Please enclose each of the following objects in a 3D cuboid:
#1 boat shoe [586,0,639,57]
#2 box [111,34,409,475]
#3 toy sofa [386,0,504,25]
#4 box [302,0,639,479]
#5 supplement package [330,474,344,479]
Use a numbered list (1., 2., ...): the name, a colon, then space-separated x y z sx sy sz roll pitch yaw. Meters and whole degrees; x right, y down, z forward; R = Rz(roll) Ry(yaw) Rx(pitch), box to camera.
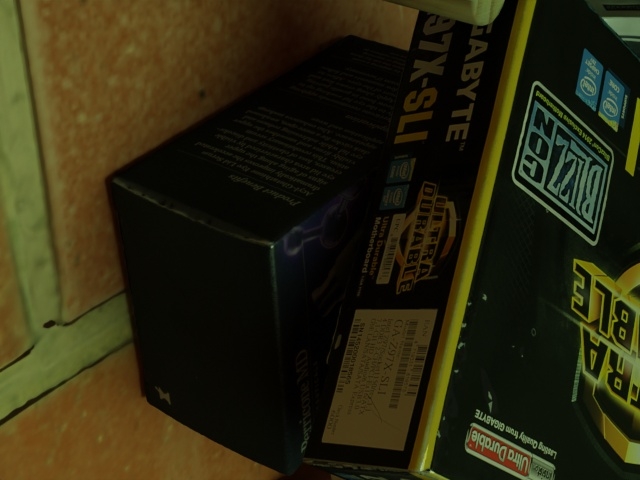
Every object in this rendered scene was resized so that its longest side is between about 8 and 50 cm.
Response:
1. boat shoe: 0.241 -0.139 0.922 0.065 0.183 0.083 -91 -176 -55
2. box: 0.000 0.000 0.678 0.207 0.108 0.153 -39 138 -39
3. toy sofa: 0.044 -0.289 0.535 0.177 0.150 0.362 -10 117 -52
4. box: 0.147 0.042 0.663 0.322 0.079 0.257 32 64 -41
5. supplement package: 0.154 0.097 0.858 0.293 0.178 0.175 -27 108 -46
